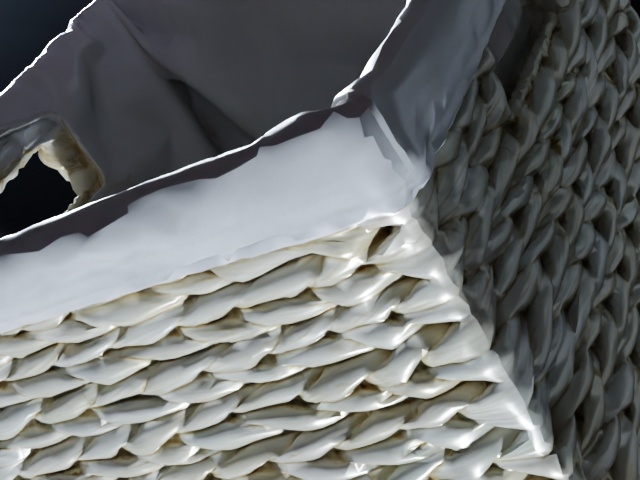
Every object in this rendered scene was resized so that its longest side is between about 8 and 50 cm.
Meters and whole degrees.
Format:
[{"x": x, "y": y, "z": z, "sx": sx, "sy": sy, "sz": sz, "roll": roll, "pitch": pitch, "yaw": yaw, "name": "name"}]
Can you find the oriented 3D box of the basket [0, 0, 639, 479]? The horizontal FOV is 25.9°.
[{"x": 0.000, "y": 0.000, "z": 0.696, "sx": 0.266, "sy": 0.331, "sz": 0.328, "roll": 55, "pitch": -144, "yaw": -22, "name": "basket"}]
